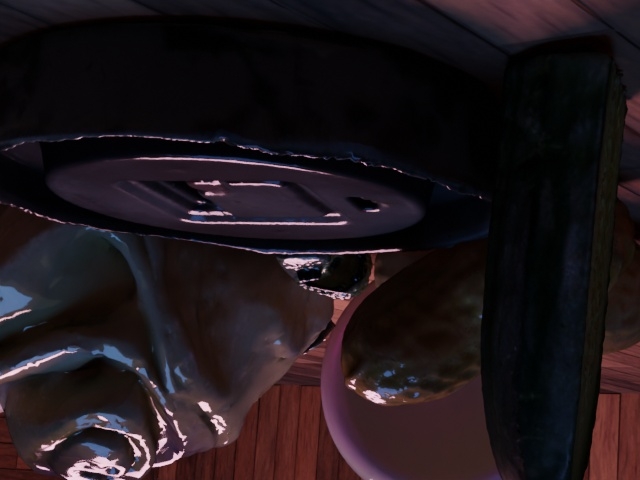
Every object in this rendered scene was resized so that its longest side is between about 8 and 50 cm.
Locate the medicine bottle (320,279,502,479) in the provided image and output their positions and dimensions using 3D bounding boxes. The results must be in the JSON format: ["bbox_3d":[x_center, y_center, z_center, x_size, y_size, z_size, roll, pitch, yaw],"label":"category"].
[{"bbox_3d":[0.147,0.153,1.336,0.241,0.241,0.302,1,169,16],"label":"medicine bottle"}]

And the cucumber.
[{"bbox_3d":[0.117,0.029,0.693,0.063,0.243,0.115,5,-177,19],"label":"cucumber"}]

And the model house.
[{"bbox_3d":[0.000,0.000,1.006,0.066,0.078,0.083,0,168,15],"label":"model house"}]

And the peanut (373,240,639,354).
[{"bbox_3d":[0.159,0.036,1.046,0.275,0.111,0.125,10,173,-26],"label":"peanut"}]

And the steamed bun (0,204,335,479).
[{"bbox_3d":[-0.182,0.081,1.086,0.394,0.237,0.346,6,169,-4],"label":"steamed bun"}]

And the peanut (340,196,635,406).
[{"bbox_3d":[0.110,0.034,0.899,0.226,0.095,0.108,-32,168,-1],"label":"peanut"}]

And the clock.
[{"bbox_3d":[-0.047,-0.048,0.791,0.325,0.067,0.325,4,170,1],"label":"clock"}]

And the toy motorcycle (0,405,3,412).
[{"bbox_3d":[-0.321,0.085,1.292,0.341,0.222,0.107,12,128,-29],"label":"toy motorcycle"}]
